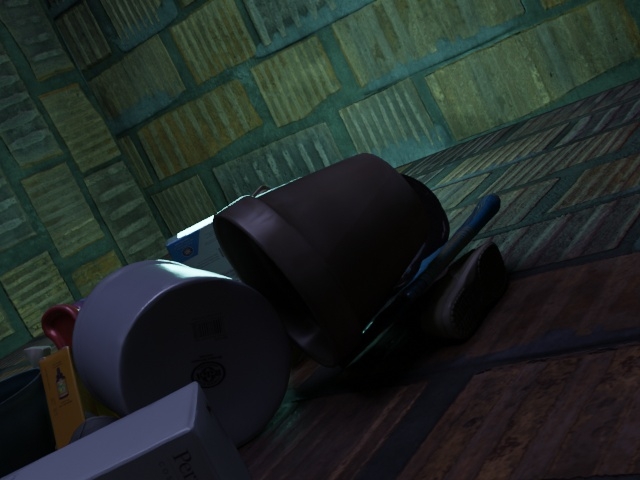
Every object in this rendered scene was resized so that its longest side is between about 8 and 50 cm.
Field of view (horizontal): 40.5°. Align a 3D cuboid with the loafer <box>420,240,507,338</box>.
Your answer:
[{"bbox_3d":[0.251,0.084,1.535,0.092,0.102,0.268,-12,17,37],"label":"loafer"}]

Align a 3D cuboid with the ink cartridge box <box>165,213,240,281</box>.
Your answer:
[{"bbox_3d":[-0.281,0.081,2.409,0.198,0.270,0.197,-27,9,-7],"label":"ink cartridge box"}]

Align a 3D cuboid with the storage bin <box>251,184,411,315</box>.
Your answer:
[{"bbox_3d":[-0.003,0.019,1.780,0.262,0.260,0.123,36,98,45],"label":"storage bin"}]

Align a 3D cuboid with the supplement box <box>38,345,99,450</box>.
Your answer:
[{"bbox_3d":[-0.514,0.341,1.796,0.078,0.233,0.080,-26,-27,5],"label":"supplement box"}]

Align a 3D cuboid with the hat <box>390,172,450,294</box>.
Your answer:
[{"bbox_3d":[0.138,0.011,2.012,0.331,0.331,0.134,-27,-29,-3],"label":"hat"}]

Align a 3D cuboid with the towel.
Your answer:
[{"bbox_3d":[0.185,0.070,1.617,0.370,0.040,0.271,-40,-8,-43],"label":"towel"}]

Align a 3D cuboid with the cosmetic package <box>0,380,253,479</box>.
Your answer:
[{"bbox_3d":[-0.297,0.384,1.028,0.453,0.230,0.161,-27,11,0],"label":"cosmetic package"}]

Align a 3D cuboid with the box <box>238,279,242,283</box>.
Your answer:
[{"bbox_3d":[-0.269,0.209,2.186,0.275,0.113,0.094,-32,12,-25],"label":"box"}]

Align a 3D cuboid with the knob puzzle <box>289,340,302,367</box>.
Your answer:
[{"bbox_3d":[-0.067,0.140,1.783,0.030,0.213,0.213,-12,15,22],"label":"knob puzzle"}]

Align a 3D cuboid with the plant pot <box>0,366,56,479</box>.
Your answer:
[{"bbox_3d":[-0.682,0.430,1.847,0.293,0.196,0.293,-25,11,5],"label":"plant pot"}]

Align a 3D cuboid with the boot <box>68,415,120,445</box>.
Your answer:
[{"bbox_3d":[-0.473,0.419,1.609,0.189,0.076,0.208,-12,31,2],"label":"boot"}]

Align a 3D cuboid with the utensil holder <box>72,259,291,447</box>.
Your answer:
[{"bbox_3d":[-0.262,0.208,1.599,0.327,0.328,0.385,-30,14,-21],"label":"utensil holder"}]

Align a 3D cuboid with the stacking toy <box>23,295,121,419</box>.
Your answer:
[{"bbox_3d":[-0.522,0.292,1.984,0.279,0.309,0.130,-34,-10,40],"label":"stacking toy"}]

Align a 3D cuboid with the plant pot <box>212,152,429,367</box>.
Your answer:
[{"bbox_3d":[0.023,0.005,1.469,0.280,0.323,0.323,-38,13,-15],"label":"plant pot"}]
